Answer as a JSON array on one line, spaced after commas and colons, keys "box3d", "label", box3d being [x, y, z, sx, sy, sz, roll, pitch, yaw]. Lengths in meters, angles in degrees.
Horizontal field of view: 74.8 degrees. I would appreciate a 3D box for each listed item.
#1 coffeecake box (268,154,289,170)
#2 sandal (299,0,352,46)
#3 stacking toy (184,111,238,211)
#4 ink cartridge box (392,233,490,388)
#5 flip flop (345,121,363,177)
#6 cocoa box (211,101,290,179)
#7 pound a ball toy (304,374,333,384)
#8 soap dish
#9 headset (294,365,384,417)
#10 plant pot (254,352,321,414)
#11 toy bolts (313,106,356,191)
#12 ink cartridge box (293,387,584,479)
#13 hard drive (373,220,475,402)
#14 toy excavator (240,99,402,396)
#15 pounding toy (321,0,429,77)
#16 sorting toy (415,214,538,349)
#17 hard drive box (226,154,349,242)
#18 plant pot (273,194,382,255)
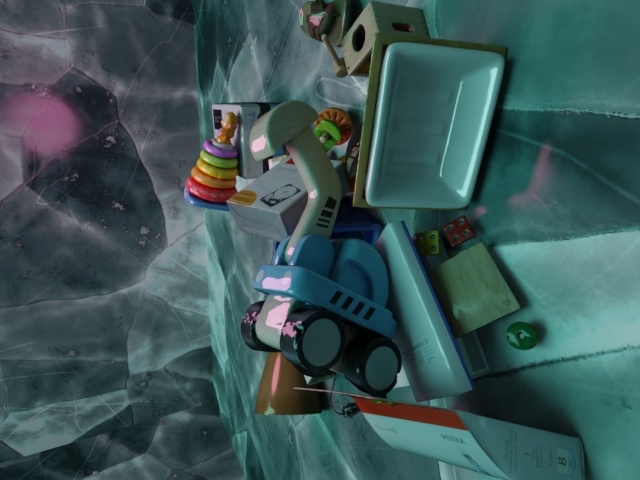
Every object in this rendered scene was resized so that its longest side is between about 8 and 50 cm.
[{"box3d": [-0.072, -0.172, 1.272, 0.068, 0.185, 0.142, -9, 88, 27], "label": "coffeecake box"}, {"box3d": [-0.003, -0.595, 1.137, 0.303, 0.086, 0.120, 40, 132, 53], "label": "sandal"}, {"box3d": [-0.312, -0.251, 1.295, 0.301, 0.166, 0.175, -69, 28, 25], "label": "stacking toy"}, {"box3d": [0.212, 0.166, 0.932, 0.261, 0.066, 0.296, -43, 58, 58], "label": "ink cartridge box"}, {"box3d": [0.146, -0.246, 0.927, 0.277, 0.080, 0.112, -53, 32, 27], "label": "flip flop"}, {"box3d": [-0.217, -0.361, 1.460, 0.347, 0.228, 0.231, 31, 126, 57], "label": "cocoa box"}, {"box3d": [-0.040, 0.282, 1.383, 0.319, 0.136, 0.208, 64, 148, 31], "label": "pound a ball toy"}, {"box3d": [0.179, -0.200, 0.749, 0.118, 0.229, 0.290, -112, 25, -62], "label": "soap dish"}, {"box3d": [0.027, 0.296, 1.180, 0.243, 0.185, 0.393, 29, -142, -76], "label": "headset"}, {"box3d": [-0.113, 0.493, 1.524, 0.237, 0.237, 0.254, 143, 131, -60], "label": "plant pot"}, {"box3d": [0.033, -0.228, 1.148, 0.218, 0.158, 0.229, 45, 132, -12], "label": "toy bolts"}, {"box3d": [0.173, 0.330, 0.711, 0.308, 0.385, 0.091, -33, 42, 61], "label": "ink cartridge box"}, {"box3d": [0.178, 0.147, 0.830, 0.210, 0.040, 0.318, 108, 146, -64], "label": "hard drive"}, {"box3d": [-0.004, 0.019, 0.826, 0.222, 0.433, 0.444, -5, 59, 56], "label": "toy excavator"}, {"box3d": [0.093, -0.394, 0.894, 0.206, 0.181, 0.094, -30, 70, 62], "label": "pounding toy"}, {"box3d": [0.269, 0.087, 0.768, 0.132, 0.046, 0.274, -34, 60, 24], "label": "sorting toy"}, {"box3d": [-0.073, -0.106, 1.000, 0.181, 0.232, 0.089, 15, 135, 37], "label": "hard drive box"}, {"box3d": [0.000, 0.000, 1.140, 0.212, 0.236, 0.235, -118, 32, -48], "label": "plant pot"}]
